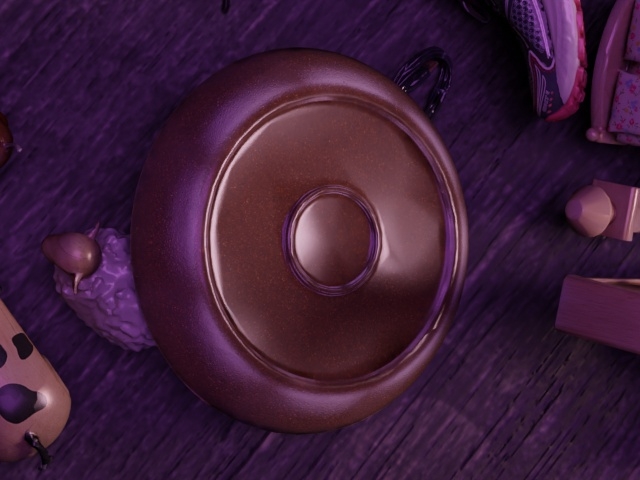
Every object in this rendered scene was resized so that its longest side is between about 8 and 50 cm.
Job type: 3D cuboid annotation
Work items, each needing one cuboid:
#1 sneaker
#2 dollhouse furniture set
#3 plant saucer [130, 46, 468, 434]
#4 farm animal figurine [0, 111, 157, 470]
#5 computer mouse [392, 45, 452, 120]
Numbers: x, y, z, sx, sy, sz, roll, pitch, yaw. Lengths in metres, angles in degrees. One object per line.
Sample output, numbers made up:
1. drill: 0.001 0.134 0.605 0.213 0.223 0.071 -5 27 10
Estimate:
1. sneaker: 0.138 -0.234 1.465 0.112 0.121 0.299 -24 84 4
2. dollhouse furniture set: 0.318 -0.085 1.353 0.174 0.303 0.355 1 101 -50
3. plant saucer: 0.000 0.000 1.401 0.310 0.050 0.310 1 89 -30
4. farm animal figurine: -0.310 0.054 1.332 0.327 0.172 0.330 41 81 -6
5. computer mouse: 0.015 -0.082 1.470 0.242 0.041 0.071 -37 107 -17
